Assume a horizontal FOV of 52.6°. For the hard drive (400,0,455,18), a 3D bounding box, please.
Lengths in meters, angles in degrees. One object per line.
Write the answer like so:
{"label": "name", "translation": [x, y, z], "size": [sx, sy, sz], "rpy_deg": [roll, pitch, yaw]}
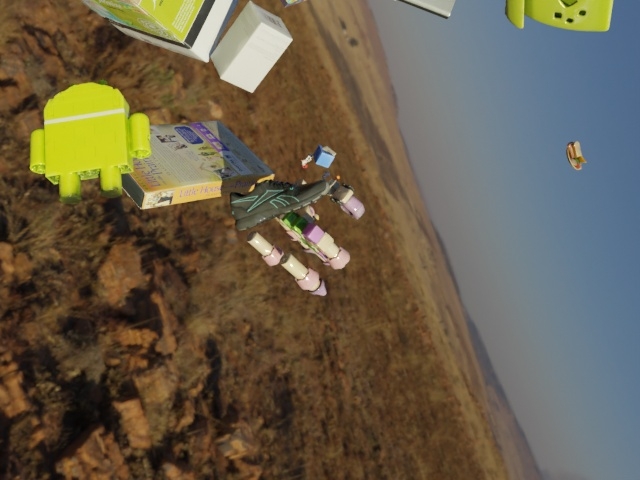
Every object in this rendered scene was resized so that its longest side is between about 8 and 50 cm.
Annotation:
{"label": "hard drive", "translation": [0.157, -0.420, 1.024], "size": [0.022, 0.135, 0.094], "rpy_deg": [-94, -155, -85]}

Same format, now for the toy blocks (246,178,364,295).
{"label": "toy blocks", "translation": [0.000, 0.000, 1.969], "size": [0.260, 0.309, 0.289], "rpy_deg": [44, -8, -35]}

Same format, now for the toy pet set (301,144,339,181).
{"label": "toy pet set", "translation": [0.001, -0.219, 1.932], "size": [0.122, 0.114, 0.065], "rpy_deg": [40, 33, 10]}

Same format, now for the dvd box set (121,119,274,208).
{"label": "dvd box set", "translation": [-0.380, -0.224, 1.808], "size": [0.421, 0.062, 0.308], "rpy_deg": [-15, 48, -43]}

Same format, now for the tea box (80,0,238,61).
{"label": "tea box", "translation": [-0.439, -0.648, 1.624], "size": [0.329, 0.219, 0.324], "rpy_deg": [25, -2, 29]}

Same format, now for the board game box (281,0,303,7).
{"label": "board game box", "translation": [-0.077, -0.777, 1.912], "size": [0.170, 0.048, 0.141], "rpy_deg": [-35, 95, -40]}

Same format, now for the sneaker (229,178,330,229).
{"label": "sneaker", "translation": [-0.109, -0.112, 1.650], "size": [0.101, 0.268, 0.106], "rpy_deg": [-32, 102, -82]}

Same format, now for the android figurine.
{"label": "android figurine", "translation": [-0.474, -0.210, 1.328], "size": [0.056, 0.249, 0.272], "rpy_deg": [80, 0, -71]}

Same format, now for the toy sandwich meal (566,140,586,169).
{"label": "toy sandwich meal", "translation": [0.730, -0.243, 1.847], "size": [0.086, 0.029, 0.085], "rpy_deg": [19, 61, -39]}

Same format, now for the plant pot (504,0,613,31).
{"label": "plant pot", "translation": [0.490, -0.578, 1.338], "size": [0.227, 0.207, 0.228], "rpy_deg": [74, 25, -43]}

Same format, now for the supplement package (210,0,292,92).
{"label": "supplement package", "translation": [-0.174, -0.481, 1.619], "size": [0.105, 0.179, 0.105], "rpy_deg": [16, 38, -44]}
